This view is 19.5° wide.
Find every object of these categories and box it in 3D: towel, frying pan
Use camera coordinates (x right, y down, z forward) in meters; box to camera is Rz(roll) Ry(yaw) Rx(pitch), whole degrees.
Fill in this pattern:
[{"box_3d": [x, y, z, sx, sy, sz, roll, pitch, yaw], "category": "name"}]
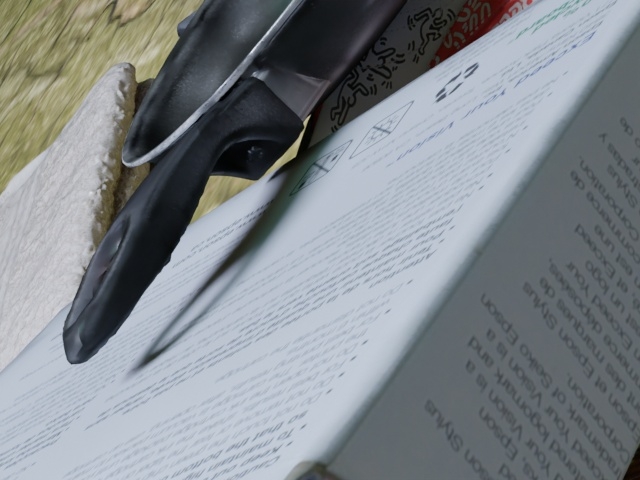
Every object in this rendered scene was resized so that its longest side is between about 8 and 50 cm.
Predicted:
[{"box_3d": [-0.172, 0.025, 1.121, 0.187, 0.049, 0.282, -45, 25, 30], "category": "towel"}, {"box_3d": [0.000, -0.080, 0.622, 0.197, 0.053, 0.326, -51, 15, 12], "category": "frying pan"}]

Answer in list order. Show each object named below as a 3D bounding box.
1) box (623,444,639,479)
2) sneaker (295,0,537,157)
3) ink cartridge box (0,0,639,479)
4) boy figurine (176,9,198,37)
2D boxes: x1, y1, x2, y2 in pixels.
[{"box_3d": [0.036, 0.110, 0.539, 0.293, 0.057, 0.201, -23, 38, 55], "category": "box"}, {"box_3d": [0.085, -0.065, 0.626, 0.270, 0.090, 0.145, -48, 18, 16], "category": "sneaker"}, {"box_3d": [-0.047, 0.071, 0.489, 0.324, 0.071, 0.330, -30, 14, 42], "category": "ink cartridge box"}, {"box_3d": [0.026, -0.208, 0.957, 0.177, 0.092, 0.285, -8, 52, 63], "category": "boy figurine"}]
